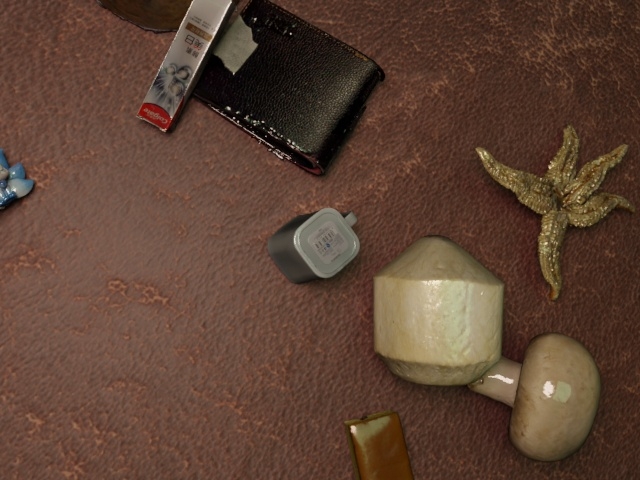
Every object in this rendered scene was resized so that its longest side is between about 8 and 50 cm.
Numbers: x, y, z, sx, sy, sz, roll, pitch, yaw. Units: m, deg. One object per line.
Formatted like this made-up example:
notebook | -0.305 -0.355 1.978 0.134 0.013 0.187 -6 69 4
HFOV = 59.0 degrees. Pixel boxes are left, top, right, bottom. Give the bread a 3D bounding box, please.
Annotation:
bread | 0.102 0.382 0.872 0.088 0.049 0.226 -10 85 -16

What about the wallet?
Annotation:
wallet | -0.052 -0.259 0.921 0.262 0.071 0.221 31 76 -1

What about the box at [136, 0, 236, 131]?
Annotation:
box | -0.202 -0.271 0.851 0.055 0.039 0.218 29 99 -2

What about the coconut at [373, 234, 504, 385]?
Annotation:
coconut | 0.177 0.101 0.857 0.202 0.202 0.221 1 87 -14

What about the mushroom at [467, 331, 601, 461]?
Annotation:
mushroom | 0.330 0.235 0.893 0.204 0.204 0.204 2 81 -14

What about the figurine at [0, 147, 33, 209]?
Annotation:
figurine | -0.468 -0.089 0.779 0.114 0.079 0.114 17 60 -32

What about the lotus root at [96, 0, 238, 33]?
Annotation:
lotus root | -0.236 -0.472 0.853 0.272 0.192 0.272 2 75 -9

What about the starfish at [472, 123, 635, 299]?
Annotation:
starfish | 0.434 -0.099 1.012 0.293 0.084 0.301 -35 95 -20

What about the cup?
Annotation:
cup | 0.000 0.000 0.864 0.128 0.129 0.095 -39 99 -20
